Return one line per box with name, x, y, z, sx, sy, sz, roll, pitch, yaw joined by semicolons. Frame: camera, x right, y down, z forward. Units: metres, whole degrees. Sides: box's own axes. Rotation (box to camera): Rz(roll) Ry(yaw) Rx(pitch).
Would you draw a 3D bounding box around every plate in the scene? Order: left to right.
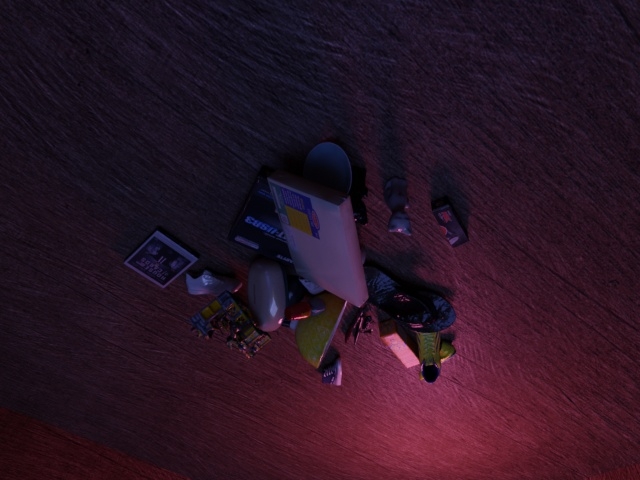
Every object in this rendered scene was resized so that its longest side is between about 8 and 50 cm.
plate;0.024;-0.188;1.353;0.024;0.188;0.188;-9;149;-47

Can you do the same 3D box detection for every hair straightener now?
hair straightener;0.166;0.334;1.855;0.088;0.047;0.231;14;126;-6

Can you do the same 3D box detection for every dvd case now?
dvd case;-0.578;0.067;1.702;0.179;0.030;0.238;39;123;-24

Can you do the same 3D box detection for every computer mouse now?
computer mouse;-0.137;0.248;1.785;0.188;0.072;0.272;19;130;-9

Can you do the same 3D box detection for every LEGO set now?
LEGO set;-0.330;0.332;1.697;0.192;0.331;0.255;-39;84;-6

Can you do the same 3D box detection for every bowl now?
bowl;-0.019;0.295;1.699;0.155;0.289;0.290;23;131;8

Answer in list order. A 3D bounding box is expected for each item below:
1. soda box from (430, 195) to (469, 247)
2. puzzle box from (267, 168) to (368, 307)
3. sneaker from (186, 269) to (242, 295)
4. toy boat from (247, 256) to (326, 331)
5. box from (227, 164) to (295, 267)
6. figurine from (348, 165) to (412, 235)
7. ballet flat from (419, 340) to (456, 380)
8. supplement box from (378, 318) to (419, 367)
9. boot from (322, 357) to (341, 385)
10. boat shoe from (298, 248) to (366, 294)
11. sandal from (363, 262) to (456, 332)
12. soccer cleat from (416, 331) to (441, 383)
soda box;0.409;-0.057;1.477;0.060;0.053;0.169;-24;124;24
puzzle box;0.000;0.000;1.375;0.272;0.052;0.409;26;145;35
sneaker;-0.398;0.148;1.730;0.212;0.080;0.094;-3;115;8
toy boat;-0.128;0.202;1.609;0.148;0.318;0.268;-8;106;-40
box;-0.115;-0.059;1.520;0.295;0.073;0.293;24;128;-14
figurine;0.166;-0.103;1.357;0.214;0.210;0.092;13;131;-6
ballet flat;0.465;0.492;1.945;0.077;0.077;0.231;38;124;2
supplement box;0.320;0.413;1.878;0.078;0.080;0.233;-26;122;23
boot;0.048;0.577;2.051;0.085;0.069;0.190;1;133;1
boat shoe;0.033;0.098;1.620;0.277;0.098;0.096;-34;121;31
sandal;0.295;0.233;1.676;0.445;0.107;0.168;25;107;-15
soccer cleat;0.420;0.419;1.814;0.093;0.121;0.290;-5;111;17
